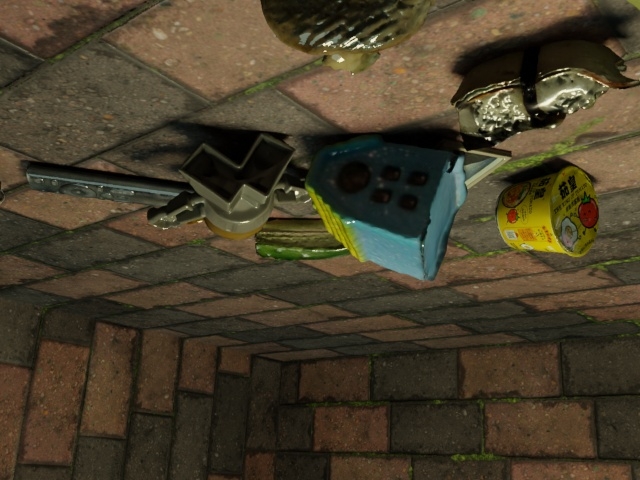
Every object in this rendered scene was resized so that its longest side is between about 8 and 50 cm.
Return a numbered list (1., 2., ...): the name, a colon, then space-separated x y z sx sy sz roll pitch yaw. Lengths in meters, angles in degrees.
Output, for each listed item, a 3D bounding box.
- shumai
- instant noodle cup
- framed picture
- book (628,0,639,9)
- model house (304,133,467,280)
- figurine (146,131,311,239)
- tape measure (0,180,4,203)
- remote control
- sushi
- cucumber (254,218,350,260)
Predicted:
1. shumai: 0.038 -0.295 0.840 0.209 0.161 0.153 -22 180 6
2. instant noodle cup: 0.459 -0.053 1.417 0.182 0.182 0.144 18 165 -37
3. framed picture: 0.269 -0.145 1.401 0.150 0.015 0.203 8 161 -16
4. book: 0.528 -0.313 0.836 0.352 0.035 0.239 16 158 -34
5. model house: 0.114 -0.068 1.355 0.303 0.216 0.237 13 162 18
6. figurine: -0.173 -0.090 1.401 0.342 0.167 0.285 8 159 -5
7. tape measure: -0.780 -0.127 1.455 0.197 0.120 0.236 6 167 9
8. remote control: -0.458 -0.116 1.562 0.377 0.044 0.107 7 157 -13
9. sushi: 0.315 -0.230 1.008 0.109 0.134 0.273 49 151 -22
10. cucumber: 0.000 0.003 1.756 0.325 0.105 0.145 -2 160 5
